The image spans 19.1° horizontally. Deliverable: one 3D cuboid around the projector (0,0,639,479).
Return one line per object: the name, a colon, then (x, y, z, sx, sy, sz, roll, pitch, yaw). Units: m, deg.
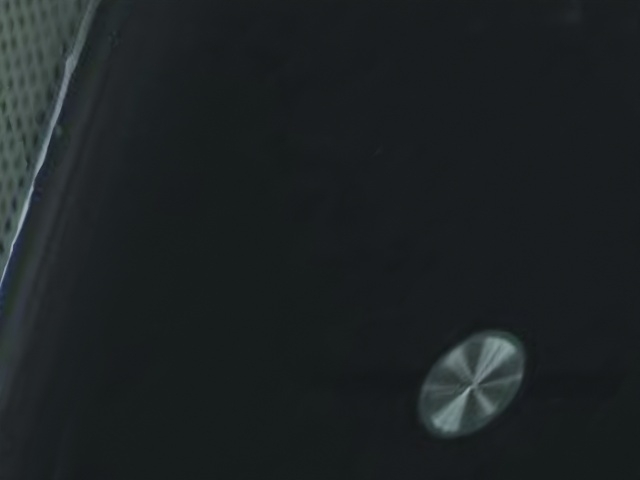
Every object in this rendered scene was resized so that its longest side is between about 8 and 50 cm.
projector: (0.000, 0.000, 0.808, 0.395, 0.242, 0.405, 3, 118, -36)
